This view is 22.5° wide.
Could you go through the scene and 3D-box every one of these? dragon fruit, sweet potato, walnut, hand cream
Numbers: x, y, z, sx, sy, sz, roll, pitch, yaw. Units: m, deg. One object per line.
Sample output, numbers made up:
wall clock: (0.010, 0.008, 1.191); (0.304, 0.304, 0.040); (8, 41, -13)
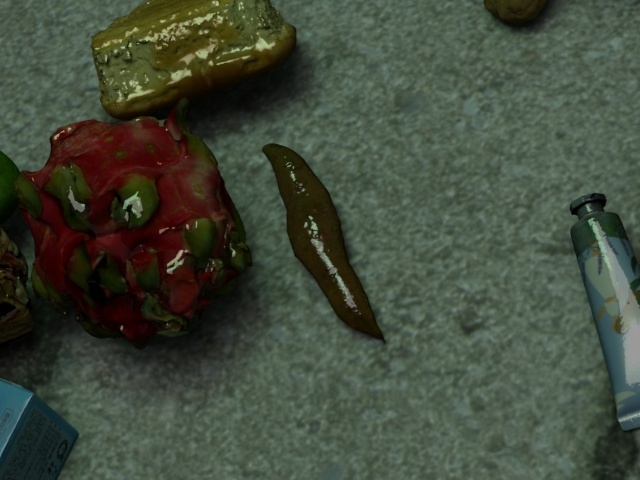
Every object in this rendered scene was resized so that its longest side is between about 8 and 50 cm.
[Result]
dragon fruit: (-0.212, -0.019, 1.768); (0.231, 0.237, 0.302); (-27, 41, -26)
sweet potato: (0.000, 0.000, 1.799); (0.067, 0.067, 0.274); (-26, 68, 1)
walnut: (0.230, -0.298, 1.872); (0.079, 0.082, 0.096); (8, 66, 48)
hand cream: (0.322, 0.071, 1.698); (0.088, 0.055, 0.256); (-19, 69, 9)

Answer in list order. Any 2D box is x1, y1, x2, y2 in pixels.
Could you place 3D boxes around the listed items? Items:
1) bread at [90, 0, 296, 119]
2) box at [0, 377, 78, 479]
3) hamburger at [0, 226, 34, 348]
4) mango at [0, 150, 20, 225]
bread: (-0.150, -0.226, 1.879); (0.245, 0.121, 0.174); (-18, 24, 0)
box: (-0.361, 0.273, 1.711); (0.083, 0.142, 0.232); (16, 71, 20)
hamburger: (-0.432, 0.065, 1.784); (0.231, 0.231, 0.107); (-19, 65, 5)
mango: (-0.527, -0.034, 1.855); (0.381, 0.225, 0.201); (-10, 90, 8)
